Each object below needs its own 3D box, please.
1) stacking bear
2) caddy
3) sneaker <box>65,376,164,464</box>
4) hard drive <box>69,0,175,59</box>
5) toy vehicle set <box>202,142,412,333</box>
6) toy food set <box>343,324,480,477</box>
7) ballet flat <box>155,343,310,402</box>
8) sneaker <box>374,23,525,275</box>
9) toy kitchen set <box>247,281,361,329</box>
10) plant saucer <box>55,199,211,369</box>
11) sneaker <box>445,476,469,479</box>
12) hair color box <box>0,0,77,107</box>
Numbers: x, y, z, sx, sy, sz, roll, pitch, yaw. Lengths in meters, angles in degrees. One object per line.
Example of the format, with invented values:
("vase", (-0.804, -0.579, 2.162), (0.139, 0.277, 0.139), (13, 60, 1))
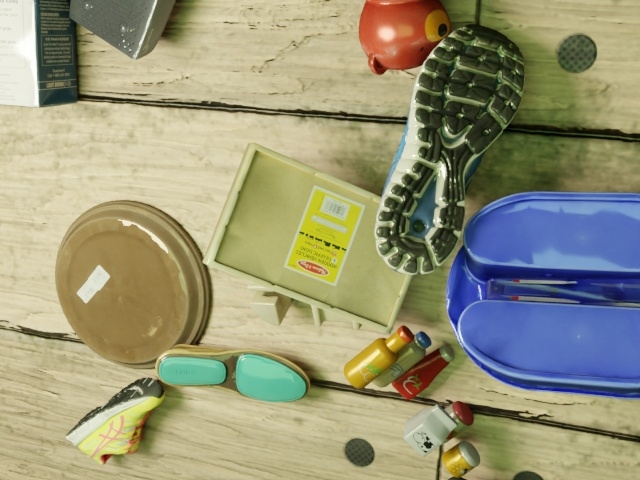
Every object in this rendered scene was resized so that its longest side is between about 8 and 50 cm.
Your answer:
("stacking bear", (0.097, -0.350, 1.015), (0.164, 0.175, 0.289), (15, 118, 38))
("caddy", (0.318, 0.067, 1.026), (0.341, 0.179, 0.241), (2, 81, 19))
("sneaker", (-0.313, 0.295, 1.356), (0.208, 0.081, 0.094), (-34, 97, 29))
("hard drive", (-0.253, -0.395, 1.153), (0.172, 0.054, 0.254), (35, 116, 27))
("toy vehicle set", (0.000, 0.000, 1.098), (0.267, 0.035, 0.166), (23, 87, -16))
("toy food set", (0.151, 0.206, 1.143), (0.232, 0.111, 0.104), (44, 113, -8))
("ballet flat", (-0.128, 0.189, 1.262), (0.232, 0.073, 0.080), (9, 103, 2))
("sneaker", (0.145, -0.116, 1.054), (0.130, 0.147, 0.330), (25, 85, -4))
("toy kitchen set", (-0.015, 0.004, 1.176), (0.166, 0.122, 0.207), (2, 123, 19))
("plant saucer", (-0.303, 0.076, 1.316), (0.278, 0.041, 0.277), (5, 105, 19))
("sneaker", (0.324, 0.399, 1.144), (0.330, 0.122, 0.146), (34, 97, 7))
("hair color box", (-0.457, -0.375, 1.224), (0.174, 0.105, 0.347), (7, 105, 17))
